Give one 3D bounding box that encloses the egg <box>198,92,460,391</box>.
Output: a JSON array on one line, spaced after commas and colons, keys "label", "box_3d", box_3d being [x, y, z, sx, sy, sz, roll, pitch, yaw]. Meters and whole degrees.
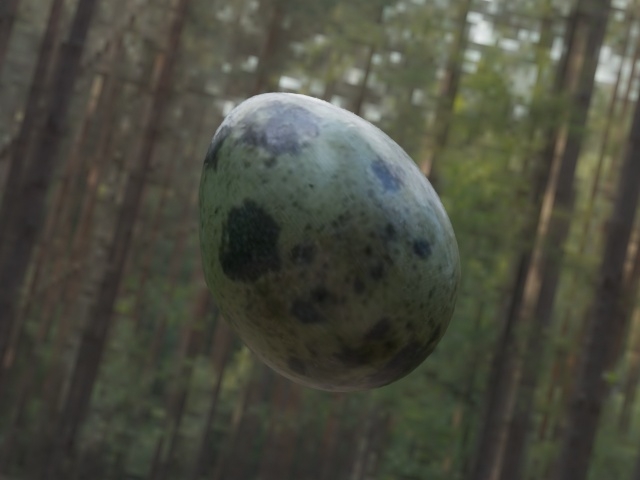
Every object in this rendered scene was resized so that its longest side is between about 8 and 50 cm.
[{"label": "egg", "box_3d": [0.000, 0.000, 1.136, 0.141, 0.182, 0.141, -30, -3, -2]}]
